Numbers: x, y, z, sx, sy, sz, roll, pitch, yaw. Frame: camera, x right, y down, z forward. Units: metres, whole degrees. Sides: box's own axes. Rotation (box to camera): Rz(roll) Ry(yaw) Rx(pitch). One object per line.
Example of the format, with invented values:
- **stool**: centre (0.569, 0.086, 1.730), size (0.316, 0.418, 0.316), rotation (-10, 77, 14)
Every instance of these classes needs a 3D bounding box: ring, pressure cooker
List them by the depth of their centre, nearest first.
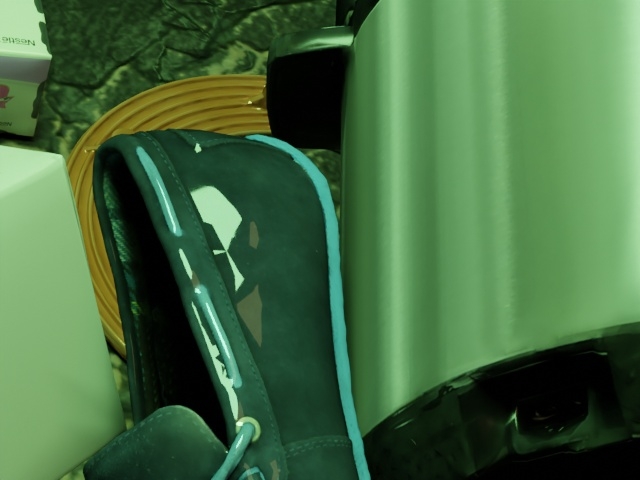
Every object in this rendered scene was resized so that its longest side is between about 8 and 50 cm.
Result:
- **pressure cooker**: centre (0.194, -0.021, 0.885), size (0.370, 0.375, 0.420), rotation (25, 52, -36)
- **ring**: centre (0.000, 0.000, 1.089), size (0.336, 0.032, 0.337), rotation (13, 42, -12)

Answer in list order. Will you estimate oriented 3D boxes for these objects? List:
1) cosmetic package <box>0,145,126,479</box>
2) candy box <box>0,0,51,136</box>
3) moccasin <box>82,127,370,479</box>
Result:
- **cosmetic package**: centre (-0.281, 0.088, 0.728), size (0.197, 0.155, 0.365), rotation (8, 30, 36)
- **candy box**: centre (-0.269, -0.161, 1.106), size (0.164, 0.070, 0.196), rotation (3, 44, -22)
- **moccasin**: centre (-0.054, 0.107, 0.743), size (0.116, 0.138, 0.342), rotation (12, 50, -30)
